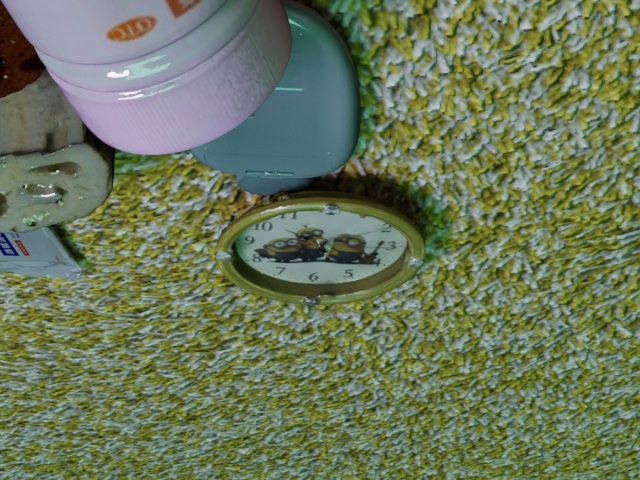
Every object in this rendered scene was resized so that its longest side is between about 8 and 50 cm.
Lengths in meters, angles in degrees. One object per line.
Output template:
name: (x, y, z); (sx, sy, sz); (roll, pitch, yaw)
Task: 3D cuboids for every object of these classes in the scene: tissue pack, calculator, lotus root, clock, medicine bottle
tissue pack: (-0.363, -0.013, 1.422); (0.123, 0.026, 0.193); (-2, 144, 12)
calculator: (-0.053, -0.129, 1.197); (0.186, 0.041, 0.299); (3, 146, 3)
lotus root: (-0.307, -0.091, 1.223); (0.235, 0.119, 0.138); (-4, 144, 11)
clock: (0.000, 0.000, 1.358); (0.237, 0.057, 0.237); (0, 150, 0)
medicine bottle: (-0.157, -0.236, 0.918); (0.202, 0.202, 0.316); (-6, 145, 16)

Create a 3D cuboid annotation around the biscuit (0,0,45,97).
biscuit: (-0.319, -0.187, 1.100); (0.192, 0.049, 0.192); (-22, 155, -11)
